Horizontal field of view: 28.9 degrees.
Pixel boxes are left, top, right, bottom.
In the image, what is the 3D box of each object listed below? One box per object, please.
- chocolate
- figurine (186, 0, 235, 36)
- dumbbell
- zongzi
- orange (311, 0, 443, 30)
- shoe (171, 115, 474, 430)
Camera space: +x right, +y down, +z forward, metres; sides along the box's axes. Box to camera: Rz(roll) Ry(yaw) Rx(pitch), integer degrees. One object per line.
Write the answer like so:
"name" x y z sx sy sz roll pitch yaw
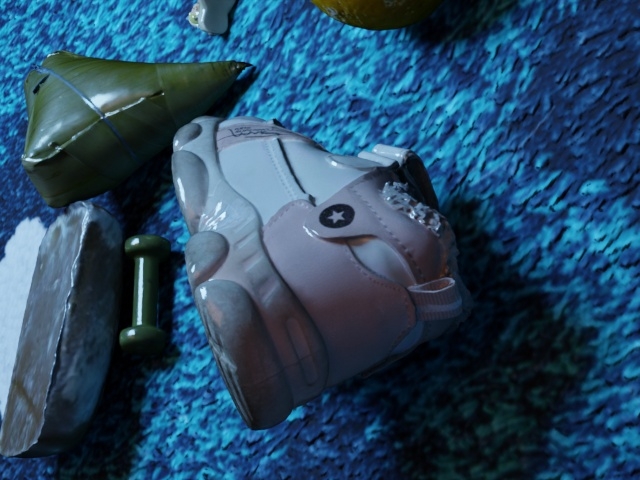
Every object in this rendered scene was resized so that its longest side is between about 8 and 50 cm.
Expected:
"chocolate" -0.244 0.095 1.244 0.157 0.080 0.254 -27 51 57
"figurine" -0.116 -0.252 1.294 0.050 0.047 0.083 5 84 62
"dumbbell" -0.171 0.053 1.213 0.052 0.046 0.118 106 165 -67
"zongzi" -0.202 -0.166 1.314 0.256 0.115 0.228 -33 35 8
"orange" 0.050 -0.268 1.049 0.177 0.155 0.178 -5 82 38
"shoe" 0.001 0.002 0.992 0.198 0.172 0.351 -17 34 1
